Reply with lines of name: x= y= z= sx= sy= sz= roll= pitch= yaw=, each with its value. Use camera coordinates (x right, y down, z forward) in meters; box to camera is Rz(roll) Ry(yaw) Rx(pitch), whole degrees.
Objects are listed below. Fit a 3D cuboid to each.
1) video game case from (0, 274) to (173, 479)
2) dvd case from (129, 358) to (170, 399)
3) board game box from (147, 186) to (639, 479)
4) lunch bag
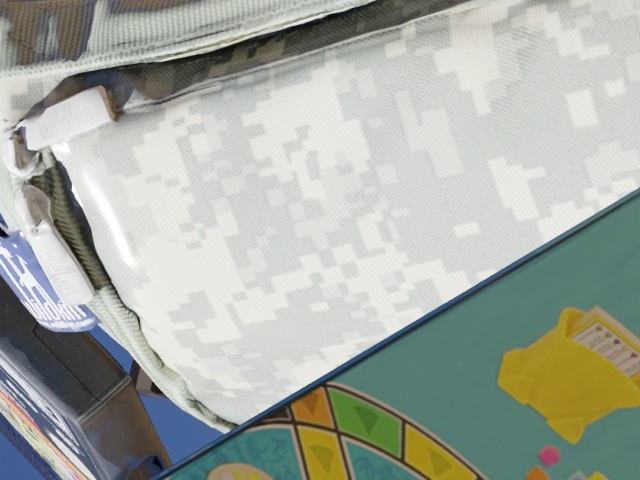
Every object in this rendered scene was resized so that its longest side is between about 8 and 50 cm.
video game case: x=-0.158 y=0.040 z=0.884 sx=0.275 sy=0.035 sz=0.248 roll=41 pitch=163 yaw=26
dvd case: x=0.000 y=0.000 z=0.881 sx=0.018 sy=0.221 sz=0.164 roll=22 pitch=-104 yaw=-40
board game box: x=0.059 y=0.137 z=0.299 sx=0.254 sy=0.336 sz=0.079 roll=54 pitch=162 yaw=22
lunch bag: x=0.065 y=-0.045 z=0.631 sx=0.256 sy=0.305 sz=0.212 roll=38 pitch=-138 yaw=-59
